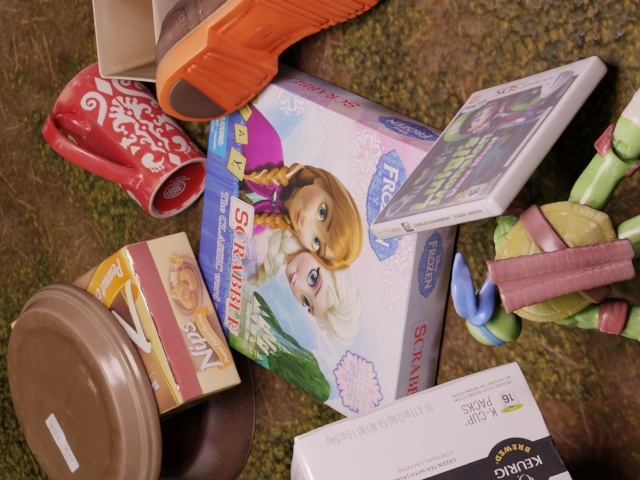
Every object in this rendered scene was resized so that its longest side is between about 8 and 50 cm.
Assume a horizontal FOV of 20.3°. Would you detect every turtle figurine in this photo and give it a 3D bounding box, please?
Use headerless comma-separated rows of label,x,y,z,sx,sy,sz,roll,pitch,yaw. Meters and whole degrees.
turtle figurine,0.255,-0.007,1.551,0.266,0.275,0.197,-45,41,22

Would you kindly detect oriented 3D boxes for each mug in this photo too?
mug,-0.223,-0.102,2.017,0.169,0.150,0.113,45,155,23

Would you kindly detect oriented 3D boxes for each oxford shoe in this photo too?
oxford shoe,-0.040,-0.269,1.759,0.364,0.130,0.132,-34,50,28

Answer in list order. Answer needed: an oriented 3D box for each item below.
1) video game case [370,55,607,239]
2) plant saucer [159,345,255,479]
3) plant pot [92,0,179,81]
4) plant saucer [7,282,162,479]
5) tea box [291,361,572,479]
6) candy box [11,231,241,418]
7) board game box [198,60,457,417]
video game case,0.147,-0.081,1.580,0.022,0.190,0.173,49,150,-18
plant saucer,-0.197,0.164,2.136,0.311,0.050,0.310,17,114,45
plant pot,-0.176,-0.236,1.955,0.109,0.096,0.109,10,109,47
plant saucer,-0.275,0.185,2.019,0.278,0.041,0.277,24,124,43
tea box,0.124,0.341,1.582,0.329,0.220,0.323,93,156,-61
candy box,-0.230,0.128,2.045,0.316,0.088,0.182,-29,80,51
board game box,0.000,0.000,1.855,0.318,0.066,0.318,26,120,41
